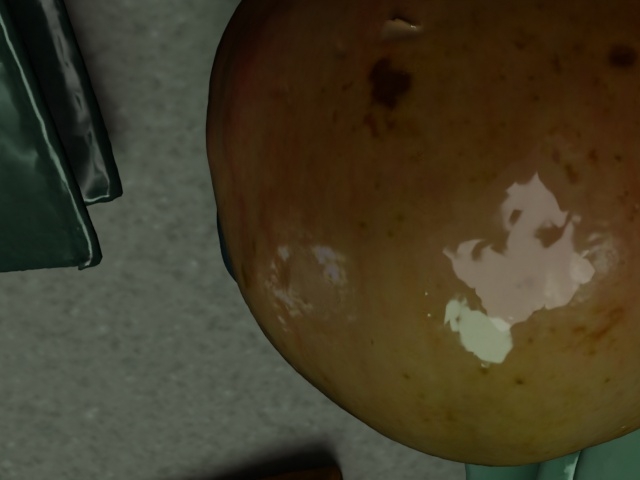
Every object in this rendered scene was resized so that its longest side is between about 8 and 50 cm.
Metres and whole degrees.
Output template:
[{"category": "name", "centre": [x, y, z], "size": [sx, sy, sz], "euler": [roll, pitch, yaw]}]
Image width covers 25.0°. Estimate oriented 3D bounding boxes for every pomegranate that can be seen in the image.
[{"category": "pomegranate", "centre": [0.051, -0.021, 0.455], "size": [0.191, 0.191, 0.191], "euler": [-2, 125, -3]}]

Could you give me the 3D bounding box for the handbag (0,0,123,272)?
[{"category": "handbag", "centre": [-0.253, -0.058, 0.478], "size": [0.326, 0.089, 0.238], "euler": [-13, 126, 3]}]

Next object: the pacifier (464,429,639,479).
[{"category": "pacifier", "centre": [0.223, 0.119, 0.563], "size": [0.269, 0.343, 0.288], "euler": [2, 116, -52]}]

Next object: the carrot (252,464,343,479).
[{"category": "carrot", "centre": [-0.098, 0.148, 0.661], "size": [0.224, 0.057, 0.057], "euler": [-10, 126, 7]}]

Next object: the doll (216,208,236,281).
[{"category": "doll", "centre": [0.000, 0.000, 0.555], "size": [0.083, 0.076, 0.050], "euler": [13, 159, -21]}]
